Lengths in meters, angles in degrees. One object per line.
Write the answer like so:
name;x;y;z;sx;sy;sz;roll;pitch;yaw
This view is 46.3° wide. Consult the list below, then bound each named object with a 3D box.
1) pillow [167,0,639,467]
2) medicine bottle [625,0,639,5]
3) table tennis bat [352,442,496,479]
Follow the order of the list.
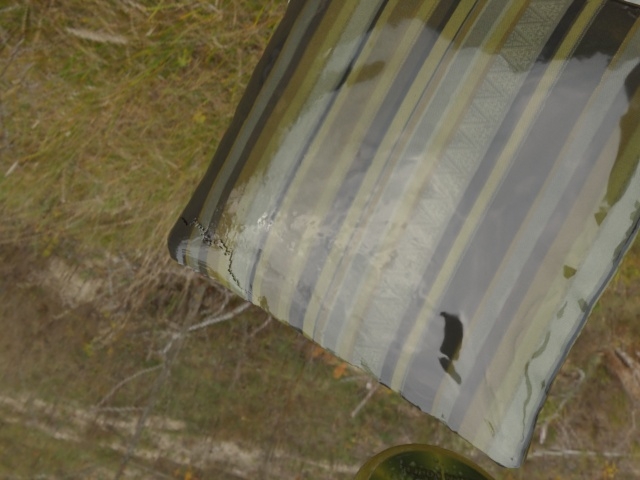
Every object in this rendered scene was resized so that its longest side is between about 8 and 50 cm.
pillow;0.047;-0.038;0.354;0.212;0.208;0.052;30;-176;25
medicine bottle;0.160;-0.254;0.674;0.258;0.143;0.143;6;139;45
table tennis bat;0.117;0.314;0.672;0.198;0.321;0.050;17;122;-9
